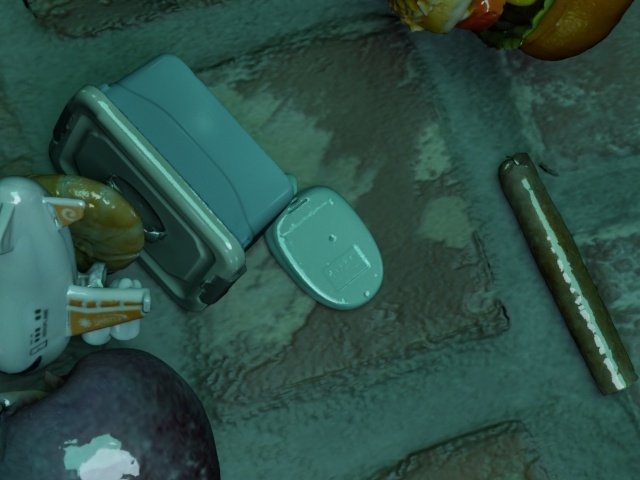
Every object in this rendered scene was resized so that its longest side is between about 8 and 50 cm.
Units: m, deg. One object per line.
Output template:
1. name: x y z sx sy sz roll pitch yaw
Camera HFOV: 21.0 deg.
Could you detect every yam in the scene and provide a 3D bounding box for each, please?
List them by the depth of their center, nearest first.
1. yam: 0.246 0.031 1.742 0.046 0.046 0.264 -23 81 -17

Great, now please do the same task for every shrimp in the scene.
1. shrimp: -0.271 -0.011 1.607 0.236 0.133 0.053 -1 56 18

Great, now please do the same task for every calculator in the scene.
1. calculator: 0.000 0.000 1.710 0.095 0.021 0.153 -37 89 -19

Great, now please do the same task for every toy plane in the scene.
1. toy plane: -0.269 0.037 1.529 0.244 0.245 0.117 15 46 -8

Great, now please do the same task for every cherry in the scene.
1. cherry: -0.194 0.203 1.529 0.213 0.183 0.266 -34 101 -10

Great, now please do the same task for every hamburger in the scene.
1. hamburger: 0.186 -0.345 1.687 0.250 0.330 0.330 15 72 -15

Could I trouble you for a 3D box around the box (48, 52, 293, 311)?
1. box: -0.142 -0.056 1.626 0.227 0.162 0.130 47 60 2
